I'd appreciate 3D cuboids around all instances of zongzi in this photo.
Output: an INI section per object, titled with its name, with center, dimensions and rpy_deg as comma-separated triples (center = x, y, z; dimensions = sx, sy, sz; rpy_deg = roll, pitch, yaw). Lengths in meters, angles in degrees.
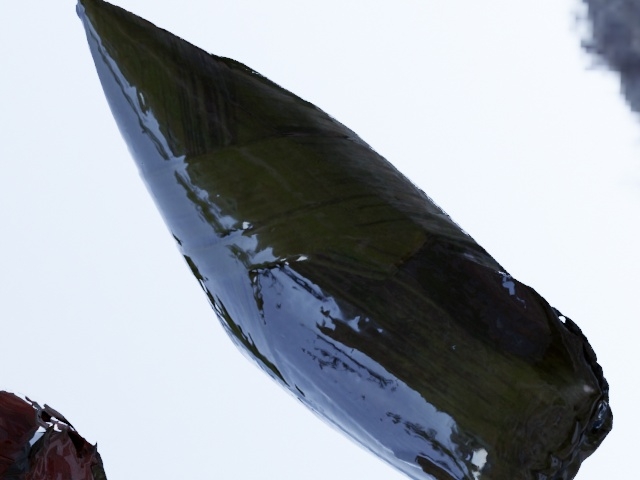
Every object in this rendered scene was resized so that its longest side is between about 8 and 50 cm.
[zongzi]
center = 0.000, 0.000, 1.011
dimensions = 0.138, 0.286, 0.300
rpy_deg = -44, -52, -6

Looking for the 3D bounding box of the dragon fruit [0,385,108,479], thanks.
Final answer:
[dragon fruit]
center = -0.329, 0.274, 1.672
dimensions = 0.295, 0.302, 0.295
rpy_deg = -20, -90, -84
